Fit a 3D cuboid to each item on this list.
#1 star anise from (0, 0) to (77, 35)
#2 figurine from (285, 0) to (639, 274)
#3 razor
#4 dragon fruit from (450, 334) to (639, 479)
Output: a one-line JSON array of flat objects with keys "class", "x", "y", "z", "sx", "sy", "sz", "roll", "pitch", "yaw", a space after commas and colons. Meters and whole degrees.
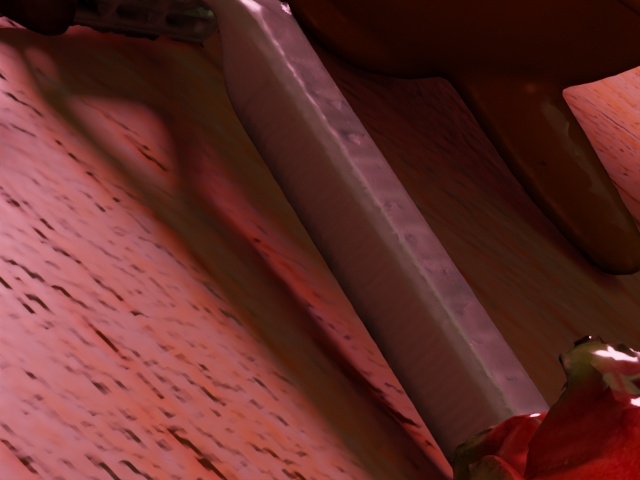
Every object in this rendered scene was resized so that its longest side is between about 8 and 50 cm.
[{"class": "star anise", "x": -0.161, "y": -0.146, "z": 0.486, "sx": 0.272, "sy": 0.102, "sz": 0.272, "roll": 20, "pitch": 36, "yaw": -15}, {"class": "figurine", "x": 0.147, "y": -0.209, "z": 0.757, "sx": 0.401, "sy": 0.268, "sz": 0.387, "roll": 15, "pitch": 50, "yaw": 31}, {"class": "razor", "x": 0.007, "y": -0.007, "z": 0.550, "sx": 0.111, "sy": 0.056, "sz": 0.278, "roll": 1, "pitch": 43, "yaw": -54}, {"class": "dragon fruit", "x": 0.094, "y": 0.123, "z": 0.377, "sx": 0.137, "sy": 0.135, "sz": 0.236, "roll": 29, "pitch": 44, "yaw": -33}]
